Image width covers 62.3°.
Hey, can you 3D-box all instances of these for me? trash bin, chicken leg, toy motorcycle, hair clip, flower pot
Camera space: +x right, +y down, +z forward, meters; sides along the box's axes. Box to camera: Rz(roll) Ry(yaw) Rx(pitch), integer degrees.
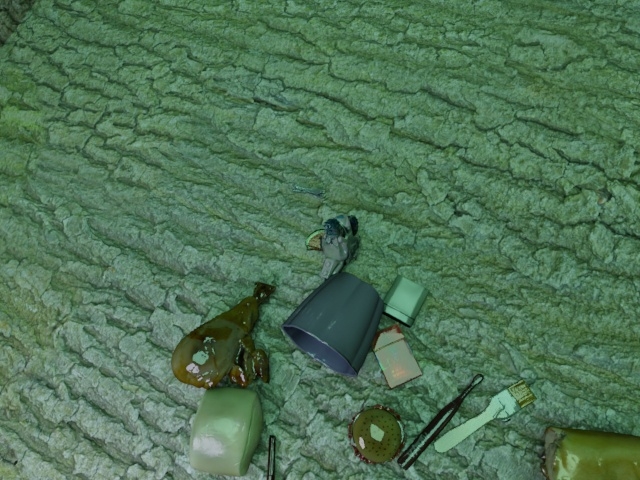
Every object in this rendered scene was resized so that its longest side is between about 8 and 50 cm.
[{"bbox_3d":[0.263,0.191,1.670,0.116,0.059,0.130,28,77,12],"label":"trash bin"},{"bbox_3d":[-0.248,0.315,1.655,0.295,0.182,0.409,35,63,6],"label":"chicken leg"},{"bbox_3d":[0.043,0.008,1.679,0.108,0.204,0.239,-2,67,23],"label":"toy motorcycle"},{"bbox_3d":[-0.042,-0.175,1.829,0.115,0.039,0.030,11,69,12],"label":"hair clip"},{"bbox_3d":[0.060,0.241,1.593,0.265,0.265,0.243,33,67,14],"label":"flower pot"}]

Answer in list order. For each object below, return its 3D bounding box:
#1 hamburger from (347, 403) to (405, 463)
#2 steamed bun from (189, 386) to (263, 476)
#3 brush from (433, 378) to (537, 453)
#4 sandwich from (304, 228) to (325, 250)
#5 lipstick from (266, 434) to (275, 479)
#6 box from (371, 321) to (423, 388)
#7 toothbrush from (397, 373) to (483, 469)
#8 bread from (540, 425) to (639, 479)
[{"bbox_3d":[0.165,0.557,1.526,0.175,0.137,0.175,-1,71,3],"label":"hamburger"},{"bbox_3d":[-0.278,0.560,1.561,0.200,0.155,0.250,6,76,8],"label":"steamed bun"},{"bbox_3d":[0.478,0.526,1.563,0.337,0.020,0.085,-30,73,-3],"label":"brush"},{"bbox_3d":[-0.005,-0.001,1.777,0.069,0.026,0.101,42,84,12],"label":"sandwich"},{"bbox_3d":[-0.147,0.675,1.581,0.027,0.027,0.176,0,71,6],"label":"lipstick"},{"bbox_3d":[0.228,0.354,1.628,0.112,0.048,0.175,-25,72,-2],"label":"box"},{"bbox_3d":[0.358,0.530,1.565,0.041,0.041,0.364,42,81,16],"label":"toothbrush"},{"bbox_3d":[0.761,0.683,1.372,0.395,0.250,0.360,4,76,3],"label":"bread"}]
